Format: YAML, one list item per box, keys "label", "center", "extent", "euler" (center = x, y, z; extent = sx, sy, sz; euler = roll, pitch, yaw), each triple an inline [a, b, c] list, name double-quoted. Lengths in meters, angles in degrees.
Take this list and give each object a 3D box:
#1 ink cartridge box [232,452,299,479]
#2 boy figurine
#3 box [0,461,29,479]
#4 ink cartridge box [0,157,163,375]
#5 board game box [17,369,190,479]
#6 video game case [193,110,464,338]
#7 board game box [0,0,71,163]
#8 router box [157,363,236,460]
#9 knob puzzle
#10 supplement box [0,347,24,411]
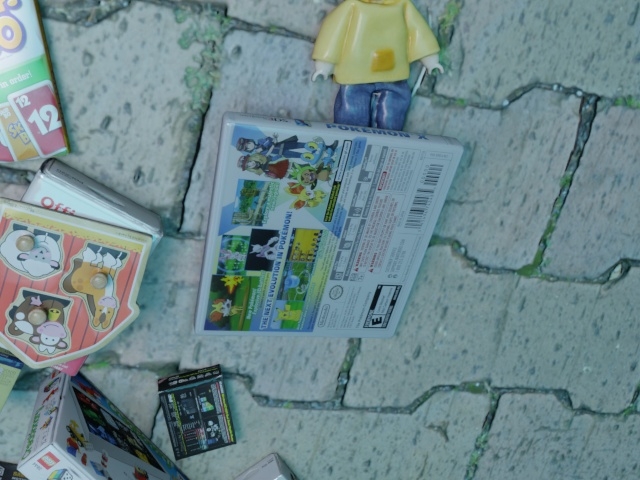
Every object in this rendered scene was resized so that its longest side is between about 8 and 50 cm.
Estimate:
- label: "ink cartridge box"
  center: [-0.071, 0.418, 0.993]
  extent: [0.099, 0.056, 0.135]
  euler: [-35, 114, -2]
- label: "boy figurine"
  center: [0.077, -0.242, 0.805]
  extent: [0.177, 0.092, 0.285]
  euler: [-1, 111, -13]
- label: "box"
  center: [-0.420, 0.442, 0.903]
  extent: [0.183, 0.056, 0.231]
  euler: [21, 101, -22]
- label: "ink cartridge box"
  center: [-0.318, 0.031, 0.780]
  extent: [0.159, 0.092, 0.217]
  euler: [31, 99, -22]
- label: "board game box"
  center: [-0.257, 0.320, 0.835]
  extent: [0.053, 0.193, 0.305]
  euler: [-36, 113, -2]
- label: "video game case"
  center: [0.000, 0.000, 0.839]
  extent: [0.300, 0.036, 0.328]
  euler: [4, 125, -17]
- label: "board game box"
  center: [-0.376, -0.217, 0.716]
  extent: [0.124, 0.039, 0.259]
  euler: [-10, 107, -13]
- label: "router box"
  center: [-0.178, 0.249, 0.918]
  extent: [0.092, 0.038, 0.122]
  euler: [-12, 110, -11]
- label: "knob puzzle"
  center: [-0.305, 0.065, 0.729]
  extent: [0.213, 0.030, 0.213]
  euler: [-5, 109, -14]
- label: "supplement box"
  center: [-0.412, 0.162, 0.799]
  extent: [0.056, 0.083, 0.083]
  euler: [25, 100, -22]
